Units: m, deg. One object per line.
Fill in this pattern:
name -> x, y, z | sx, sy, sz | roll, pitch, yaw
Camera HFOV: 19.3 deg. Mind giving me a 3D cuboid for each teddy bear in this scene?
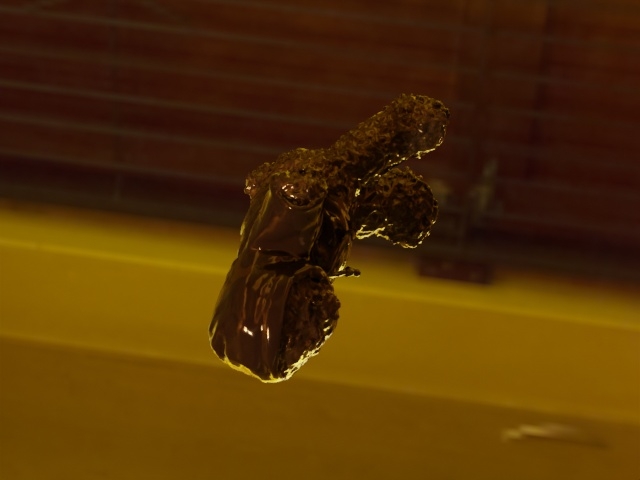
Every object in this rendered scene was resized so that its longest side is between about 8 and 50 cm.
teddy bear -> -0.007, -0.005, 0.871 | 0.160, 0.078, 0.119 | -51, 161, -38
